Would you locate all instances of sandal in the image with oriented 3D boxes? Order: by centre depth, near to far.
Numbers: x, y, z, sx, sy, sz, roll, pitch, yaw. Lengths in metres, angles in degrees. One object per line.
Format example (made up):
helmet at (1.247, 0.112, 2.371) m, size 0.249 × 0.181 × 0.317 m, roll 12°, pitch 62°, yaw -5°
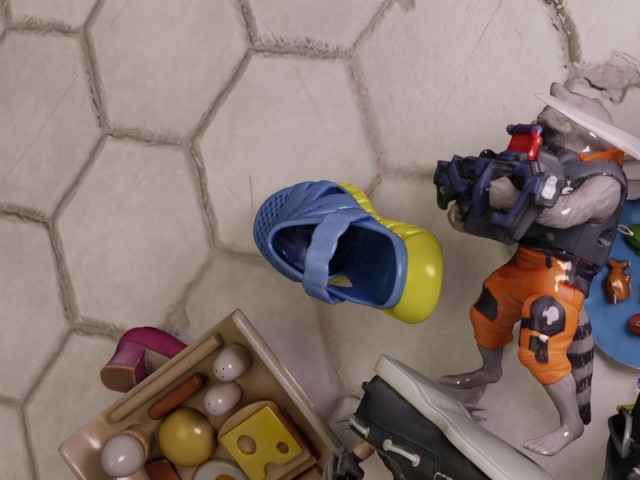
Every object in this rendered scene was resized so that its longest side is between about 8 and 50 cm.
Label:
sandal at (0.000, 0.000, 1.629) m, size 0.317 × 0.138 × 0.126 m, roll 18°, pitch 99°, yaw 60°

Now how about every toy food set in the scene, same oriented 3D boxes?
toy food set at (-0.131, 0.244, 1.715) m, size 0.306 × 0.092 × 0.220 m, roll -37°, pitch 92°, yaw 28°

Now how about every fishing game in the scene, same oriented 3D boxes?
fishing game at (0.329, 0.037, 1.488) m, size 0.189 × 0.041 × 0.264 m, roll -5°, pitch 83°, yaw 33°

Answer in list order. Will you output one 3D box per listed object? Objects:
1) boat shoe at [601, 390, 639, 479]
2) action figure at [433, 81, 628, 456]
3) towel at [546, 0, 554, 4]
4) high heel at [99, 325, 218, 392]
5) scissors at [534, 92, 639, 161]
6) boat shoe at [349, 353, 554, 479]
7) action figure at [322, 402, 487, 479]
boat shoe at (0.329, 0.197, 1.378) m, size 0.500 × 0.187 × 0.156 m, roll -45°, pitch 79°, yaw 18°
action figure at (0.214, 0.007, 1.501) m, size 0.341 × 0.178 × 0.330 m, roll -124°, pitch 45°, yaw -74°
towel at (0.248, -0.297, 1.589) m, size 0.060 × 0.009 × 0.083 m, roll 45°, pitch 111°, yaw 30°
high heel at (-0.135, 0.152, 1.810) m, size 0.244 × 0.117 × 0.082 m, roll 3°, pitch 119°, yaw 20°
scissors at (0.330, -0.056, 1.390) m, size 0.021 × 0.297 × 0.109 m, roll 162°, pitch 120°, yaw -79°
boat shoe at (0.124, 0.212, 1.444) m, size 0.091 × 0.114 × 0.302 m, roll -60°, pitch 27°, yaw 6°
action figure at (0.102, 0.279, 1.588) m, size 0.185 × 0.099 × 0.285 m, roll -5°, pitch 89°, yaw 22°
